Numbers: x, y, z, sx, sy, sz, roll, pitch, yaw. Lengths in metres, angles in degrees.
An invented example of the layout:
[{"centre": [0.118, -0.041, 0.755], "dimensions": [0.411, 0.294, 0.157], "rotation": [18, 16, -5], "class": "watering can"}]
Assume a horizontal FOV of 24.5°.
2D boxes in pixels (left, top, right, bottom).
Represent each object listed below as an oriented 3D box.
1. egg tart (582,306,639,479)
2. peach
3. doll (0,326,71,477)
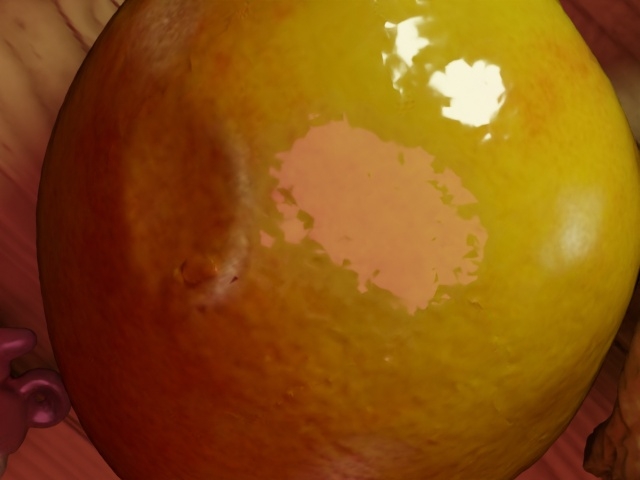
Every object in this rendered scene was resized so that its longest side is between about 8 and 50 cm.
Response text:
[{"centre": [0.235, 0.021, 0.722], "dimensions": [0.123, 0.294, 0.294], "rotation": [23, 103, 20], "class": "egg tart"}, {"centre": [-0.001, 0.001, 0.684], "dimensions": [0.308, 0.289, 0.289], "rotation": [-42, 105, 9], "class": "peach"}, {"centre": [-0.264, 0.077, 0.772], "dimensions": [0.262, 0.093, 0.211], "rotation": [11, 110, -12], "class": "doll"}]
